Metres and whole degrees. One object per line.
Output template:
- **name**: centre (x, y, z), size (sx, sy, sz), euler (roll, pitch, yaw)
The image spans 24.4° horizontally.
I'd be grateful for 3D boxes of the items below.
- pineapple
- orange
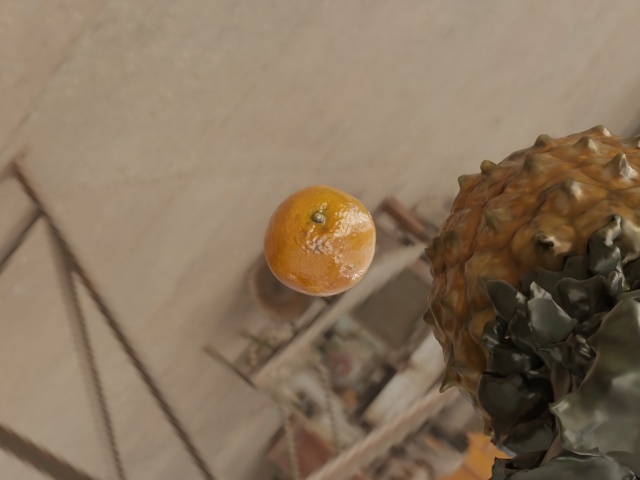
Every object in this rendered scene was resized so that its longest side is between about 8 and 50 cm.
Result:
- **pineapple**: centre (0.096, 0.034, 0.471), size (0.128, 0.128, 0.248), euler (-52, -174, 10)
- **orange**: centre (-0.001, 0.001, 1.074), size (0.083, 0.083, 0.083), euler (-47, 167, -14)
